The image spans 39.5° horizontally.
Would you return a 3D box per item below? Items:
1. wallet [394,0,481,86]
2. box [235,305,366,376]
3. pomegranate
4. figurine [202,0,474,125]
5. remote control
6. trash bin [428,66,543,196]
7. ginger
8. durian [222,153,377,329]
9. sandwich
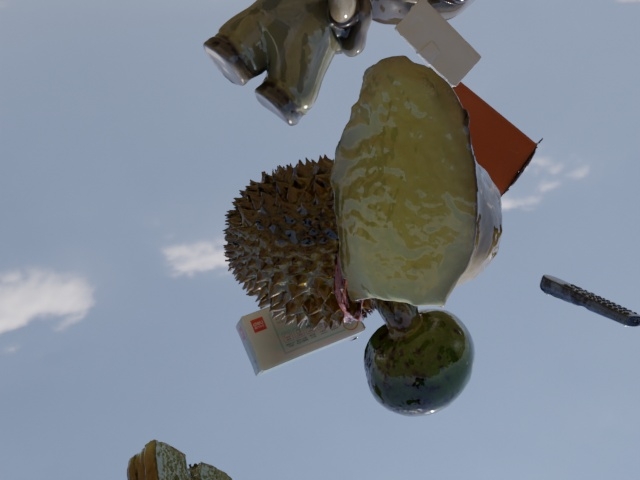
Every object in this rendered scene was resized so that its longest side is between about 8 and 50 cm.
[{"bbox_3d":[0.112,-0.190,0.857,0.044,0.083,0.011,-48,-172,-3],"label":"wallet"},{"bbox_3d":[-0.042,0.196,1.997,0.269,0.135,0.079,-20,168,-21],"label":"box"},{"bbox_3d":[0.161,0.187,1.538,0.202,0.248,0.202,-23,-157,10],"label":"pomegranate"},{"bbox_3d":[0.049,-0.293,0.965,0.248,0.203,0.380,38,-103,23],"label":"figurine"},{"bbox_3d":[0.366,0.083,1.224,0.043,0.027,0.152,13,-172,-43],"label":"remote control"},{"bbox_3d":[0.248,-0.192,1.530,0.238,0.184,0.161,33,-178,2],"label":"trash bin"},{"bbox_3d":[0.090,-0.051,0.702,0.115,0.193,0.122,12,-157,36],"label":"ginger"},{"bbox_3d":[0.000,-0.004,1.681,0.384,0.348,0.348,-21,-161,28],"label":"durian"},{"bbox_3d":[-0.272,0.554,1.825,0.095,0.273,0.249,-38,-139,18],"label":"sandwich"}]
